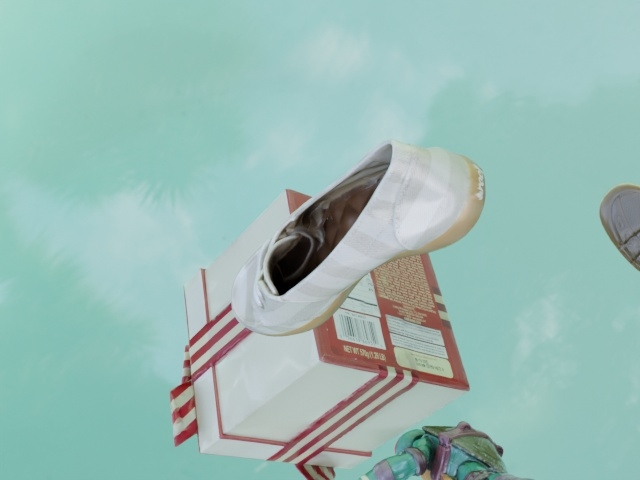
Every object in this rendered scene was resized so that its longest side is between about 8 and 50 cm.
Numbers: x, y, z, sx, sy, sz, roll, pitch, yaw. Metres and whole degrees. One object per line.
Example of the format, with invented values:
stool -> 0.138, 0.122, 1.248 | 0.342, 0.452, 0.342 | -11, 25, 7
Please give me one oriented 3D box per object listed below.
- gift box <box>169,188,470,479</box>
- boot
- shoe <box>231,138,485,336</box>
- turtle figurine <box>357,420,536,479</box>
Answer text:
gift box -> -0.017, 0.134, 0.939 | 0.258, 0.255, 0.276 | -41, 41, 37
boot -> 0.390, -0.012, 0.885 | 0.213, 0.165, 0.077 | 33, 118, -3
shoe -> 0.000, 0.000, 0.485 | 0.219, 0.058, 0.077 | -33, 52, 45
turtle figurine -> 0.110, 0.211, 0.681 | 0.234, 0.175, 0.118 | 2, 68, 63
